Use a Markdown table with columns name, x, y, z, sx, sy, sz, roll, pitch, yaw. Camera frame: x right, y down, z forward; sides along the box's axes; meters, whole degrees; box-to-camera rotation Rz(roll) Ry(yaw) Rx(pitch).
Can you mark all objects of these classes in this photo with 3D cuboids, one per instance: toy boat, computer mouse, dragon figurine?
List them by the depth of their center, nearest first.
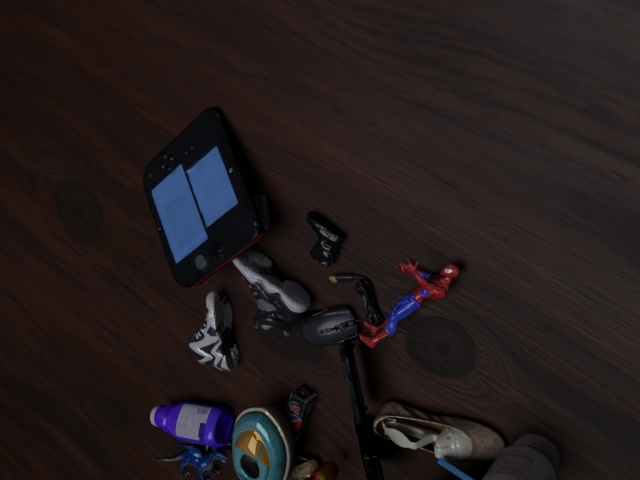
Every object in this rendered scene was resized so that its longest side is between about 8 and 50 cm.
| name | x | y | z | sx | sy | sz | roll | pitch | yaw |
| --- | --- | --- | --- | --- | --- | --- | --- | --- | --- |
| computer mouse | 0.029 | 0.179 | 1.702 | 0.262 | 0.060 | 0.184 | -10 | 100 | 36 |
| toy boat | -0.113 | 0.576 | 1.793 | 0.318 | 0.148 | 0.267 | 18 | 117 | 30 |
| dragon figurine | -0.386 | 0.648 | 2.116 | 0.289 | 0.085 | 0.144 | 8 | 107 | 28 |

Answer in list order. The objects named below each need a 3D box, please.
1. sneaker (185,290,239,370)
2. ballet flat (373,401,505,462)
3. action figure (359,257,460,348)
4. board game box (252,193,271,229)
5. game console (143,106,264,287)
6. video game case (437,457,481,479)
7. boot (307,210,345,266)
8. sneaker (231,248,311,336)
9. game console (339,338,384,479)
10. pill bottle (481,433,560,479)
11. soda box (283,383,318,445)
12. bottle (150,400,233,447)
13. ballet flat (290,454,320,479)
| name | x | y | z | sx | sy | sz | roll | pitch | yaw |
| --- | --- | --- | --- | --- | --- | --- | --- | --- | --- |
| sneaker | -0.325 | 0.254 | 1.947 | 0.153 | 0.094 | 0.234 | -1 | 114 | 26 |
| ballet flat | 0.263 | 0.462 | 1.600 | 0.316 | 0.106 | 0.107 | 6 | 108 | 33 |
| action figure | 0.178 | 0.114 | 1.536 | 0.280 | 0.091 | 0.139 | -38 | 102 | 28 |
| board game box | -0.174 | -0.074 | 1.788 | 0.090 | 0.020 | 0.090 | 2 | 105 | 35 |
| game console | -0.320 | -0.102 | 1.801 | 0.342 | 0.060 | 0.386 | -36 | 69 | 37 |
| video game case | 0.348 | 0.538 | 1.528 | 0.119 | 0.166 | 0.015 | 20 | 76 | 51 |
| boot | 0.000 | 0.000 | 1.679 | 0.121 | 0.045 | 0.099 | 38 | 125 | 18 |
| sneaker | -0.156 | 0.139 | 1.791 | 0.269 | 0.101 | 0.153 | 37 | 122 | 20 |
| game console | 0.099 | 0.419 | 1.647 | 0.044 | 0.213 | 0.361 | -13 | 100 | -2 |
| pill bottle | 0.416 | 0.501 | 1.430 | 0.131 | 0.229 | 0.131 | 11 | 110 | 31 |
| soda box | -0.063 | 0.474 | 1.857 | 0.053 | 0.060 | 0.168 | 29 | 119 | 24 |
| bottle | -0.394 | 0.547 | 2.075 | 0.283 | 0.092 | 0.118 | -2 | 65 | 35 |
| ballet flat | -0.081 | 0.634 | 1.927 | 0.206 | 0.073 | 0.067 | -12 | 70 | 34 |
